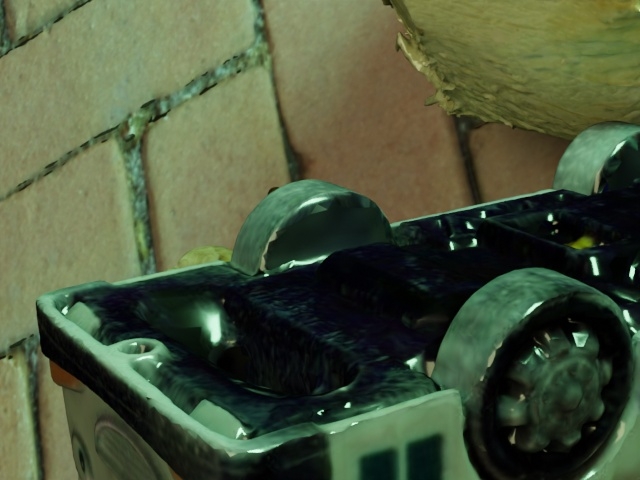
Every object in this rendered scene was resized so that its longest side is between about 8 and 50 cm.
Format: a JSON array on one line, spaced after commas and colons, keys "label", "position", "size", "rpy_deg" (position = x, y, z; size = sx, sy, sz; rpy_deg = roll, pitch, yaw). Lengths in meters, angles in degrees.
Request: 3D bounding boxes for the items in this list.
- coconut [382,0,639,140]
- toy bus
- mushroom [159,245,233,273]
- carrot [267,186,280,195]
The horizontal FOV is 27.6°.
[{"label": "coconut", "position": [0.182, -0.232, 0.802], "size": [0.360, 0.346, 0.346], "rpy_deg": [9, 81, 41]}, {"label": "toy bus", "position": [0.107, 0.098, 0.624], "size": [0.209, 0.439, 0.249], "rpy_deg": [25, 122, 55]}, {"label": "mushroom", "position": [-0.099, 0.077, 1.059], "size": [0.148, 0.112, 0.148], "rpy_deg": [-15, 59, 27]}, {"label": "carrot", "position": [0.001, -0.001, 1.061], "size": [0.036, 0.035, 0.165], "rpy_deg": [-53, 50, 11]}]
